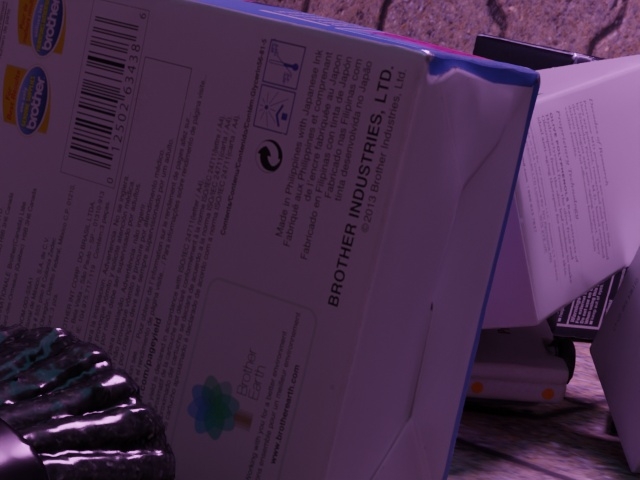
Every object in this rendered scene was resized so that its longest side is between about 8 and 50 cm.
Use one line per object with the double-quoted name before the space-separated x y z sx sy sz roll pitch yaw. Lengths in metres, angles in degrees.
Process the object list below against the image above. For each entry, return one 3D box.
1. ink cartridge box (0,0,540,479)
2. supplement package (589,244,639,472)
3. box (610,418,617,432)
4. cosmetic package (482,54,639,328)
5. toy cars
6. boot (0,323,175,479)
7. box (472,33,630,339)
"ink cartridge box" -0.100 -0.016 0.912 0.395 0.270 0.151 17 7 29
"supplement package" 0.348 0.091 1.135 0.244 0.139 0.134 7 38 -13
"box" 0.310 0.139 1.297 0.114 0.036 0.207 14 8 13
"cosmetic package" 0.146 -0.043 1.201 0.196 0.155 0.365 -6 10 32
"toy cars" 0.069 0.066 1.296 0.176 0.087 0.393 -11 26 -41
"boot" -0.249 0.071 0.550 0.348 0.131 0.260 25 18 14
"box" 0.296 -0.051 1.676 0.294 0.296 0.182 7 10 -34
